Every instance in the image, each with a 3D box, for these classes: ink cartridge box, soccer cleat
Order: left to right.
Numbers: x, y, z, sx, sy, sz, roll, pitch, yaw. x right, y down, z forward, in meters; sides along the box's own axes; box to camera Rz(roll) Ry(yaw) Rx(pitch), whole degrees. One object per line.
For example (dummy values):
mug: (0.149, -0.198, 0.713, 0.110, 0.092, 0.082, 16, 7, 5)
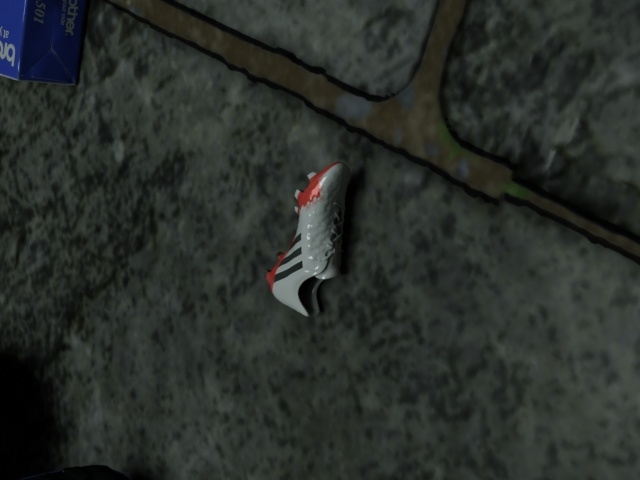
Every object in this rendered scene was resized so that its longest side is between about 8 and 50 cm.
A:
ink cartridge box: (-0.228, -0.168, 0.875, 0.207, 0.046, 0.097, 21, 106, 44)
soccer cleat: (0.000, 0.000, 0.650, 0.035, 0.029, 0.083, 42, 122, 28)

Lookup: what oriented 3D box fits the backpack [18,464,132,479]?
backpack: (-0.129, 0.183, 0.723, 0.114, 0.105, 0.084, 39, 118, 39)
